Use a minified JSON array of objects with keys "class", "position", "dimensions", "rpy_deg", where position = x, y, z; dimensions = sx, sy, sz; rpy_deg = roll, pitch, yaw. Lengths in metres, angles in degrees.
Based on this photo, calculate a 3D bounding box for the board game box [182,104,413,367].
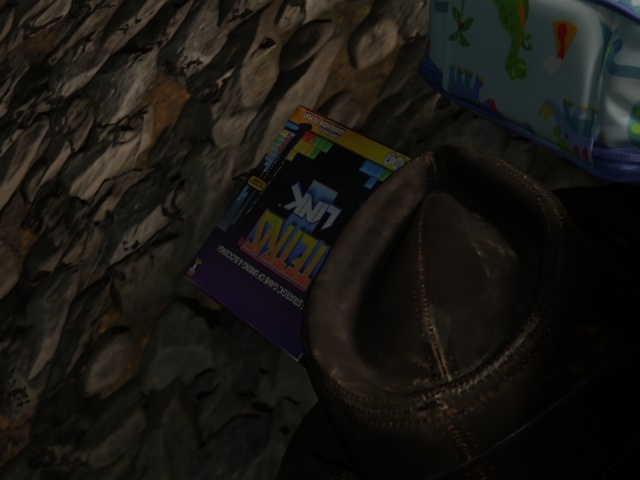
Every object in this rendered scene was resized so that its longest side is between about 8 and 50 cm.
[{"class":"board game box","position":[0.000,0.000,0.999],"dimensions":[0.141,0.048,0.170],"rpy_deg":[-55,34,-3]}]

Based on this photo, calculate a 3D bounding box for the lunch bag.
[{"class":"lunch bag","position":[0.167,-0.090,0.771],"dimensions":[0.219,0.176,0.090],"rpy_deg":[33,124,54]}]

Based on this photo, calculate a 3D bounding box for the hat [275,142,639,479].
[{"class":"hat","position":[0.071,0.041,0.726],"dimensions":[0.331,0.134,0.331],"rpy_deg":[-30,26,16]}]
